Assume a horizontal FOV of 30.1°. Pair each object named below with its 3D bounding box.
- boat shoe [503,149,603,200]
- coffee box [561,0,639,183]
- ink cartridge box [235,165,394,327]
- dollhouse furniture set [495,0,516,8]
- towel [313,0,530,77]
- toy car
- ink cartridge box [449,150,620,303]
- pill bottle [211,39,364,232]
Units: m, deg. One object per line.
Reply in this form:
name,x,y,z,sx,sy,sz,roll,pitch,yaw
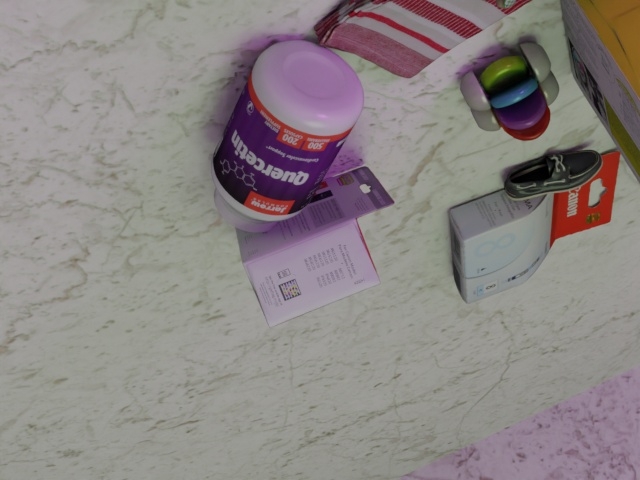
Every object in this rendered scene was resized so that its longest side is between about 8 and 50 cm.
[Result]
boat shoe,0.468,-0.138,2.393,0.206,0.075,0.065,-19,153,5
coffee box,0.623,-0.308,1.954,0.337,0.338,0.334,-25,149,5
ink cartridge box,0.000,0.000,2.089,0.272,0.309,0.130,-22,108,0
dollhouse furniture set,0.269,-0.466,1.513,0.151,0.301,0.197,-7,145,-18
towel,0.183,-0.358,1.830,0.237,0.037,0.329,12,149,-44
toy car,0.343,-0.244,2.081,0.159,0.136,0.182,-26,149,9
ink cartridge box,0.471,-0.021,2.567,0.385,0.091,0.308,-19,150,-2
pill bottle,-0.066,-0.155,1.922,0.181,0.181,0.323,-3,145,-28
